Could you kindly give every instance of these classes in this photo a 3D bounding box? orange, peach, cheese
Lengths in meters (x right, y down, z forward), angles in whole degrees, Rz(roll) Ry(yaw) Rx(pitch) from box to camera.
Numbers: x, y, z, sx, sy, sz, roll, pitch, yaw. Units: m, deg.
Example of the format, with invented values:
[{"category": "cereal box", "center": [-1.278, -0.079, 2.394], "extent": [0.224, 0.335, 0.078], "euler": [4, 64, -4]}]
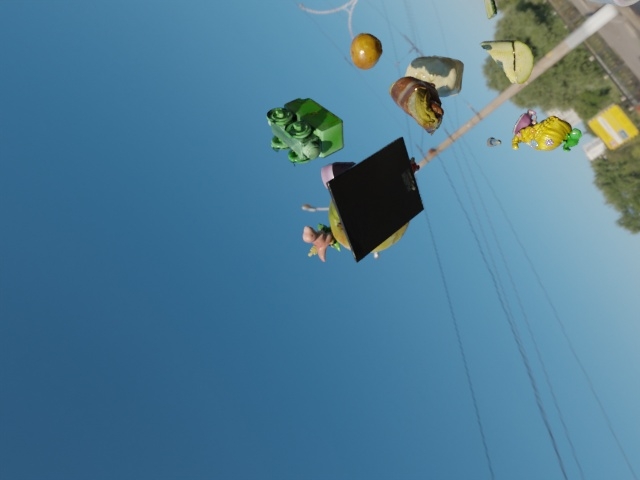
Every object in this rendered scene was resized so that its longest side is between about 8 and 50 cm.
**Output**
[{"category": "orange", "center": [0.203, -0.837, 2.049], "extent": [0.134, 0.154, 0.154], "euler": [-9, -121, -6]}, {"category": "peach", "center": [0.191, -0.112, 1.743], "extent": [0.316, 0.281, 0.314], "euler": [-16, -99, -10]}, {"category": "cheese", "center": [0.482, -0.699, 1.986], "extent": [0.251, 0.248, 0.173], "euler": [-55, -33, -61]}]

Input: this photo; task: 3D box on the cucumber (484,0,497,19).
[{"category": "cucumber", "center": [0.755, -1.043, 2.047], "extent": [0.067, 0.035, 0.107], "euler": [-70, -35, -86]}]

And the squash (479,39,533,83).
[{"category": "squash", "center": [0.759, -0.741, 1.894], "extent": [0.252, 0.093, 0.169], "euler": [-118, 8, -65]}]

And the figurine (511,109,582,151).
[{"category": "figurine", "center": [0.573, -0.262, 1.190], "extent": [0.156, 0.115, 0.095], "euler": [34, 173, 29]}]

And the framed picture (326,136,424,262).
[{"category": "framed picture", "center": [0.176, -0.128, 1.375], "extent": [0.339, 0.014, 0.255], "euler": [-36, -65, -31]}]

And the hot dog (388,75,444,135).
[{"category": "hot dog", "center": [0.249, -0.355, 1.166], "extent": [0.123, 0.093, 0.261], "euler": [27, -157, -36]}]

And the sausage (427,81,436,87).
[{"category": "sausage", "center": [0.382, -0.567, 1.695], "extent": [0.028, 0.025, 0.198], "euler": [51, -172, -21]}]

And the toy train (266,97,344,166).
[{"category": "toy train", "center": [-0.051, -0.345, 1.449], "extent": [0.188, 0.132, 0.243], "euler": [-31, -128, -22]}]

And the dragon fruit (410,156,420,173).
[{"category": "dragon fruit", "center": [0.366, -0.293, 1.990], "extent": [0.112, 0.126, 0.068], "euler": [30, -129, -47]}]

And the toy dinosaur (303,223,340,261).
[{"category": "toy dinosaur", "center": [0.006, 0.003, 2.050], "extent": [0.177, 0.152, 0.194], "euler": [-39, -45, -46]}]

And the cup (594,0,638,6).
[{"category": "cup", "center": [0.755, -0.821, 1.297], "extent": [0.253, 0.253, 0.371], "euler": [13, -145, -42]}]

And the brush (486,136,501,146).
[{"category": "brush", "center": [0.701, -0.391, 1.856], "extent": [0.299, 0.039, 0.042], "euler": [-46, -49, -71]}]

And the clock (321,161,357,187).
[{"category": "clock", "center": [0.068, -0.197, 1.501], "extent": [0.153, 0.050, 0.110], "euler": [-11, -88, -51]}]
